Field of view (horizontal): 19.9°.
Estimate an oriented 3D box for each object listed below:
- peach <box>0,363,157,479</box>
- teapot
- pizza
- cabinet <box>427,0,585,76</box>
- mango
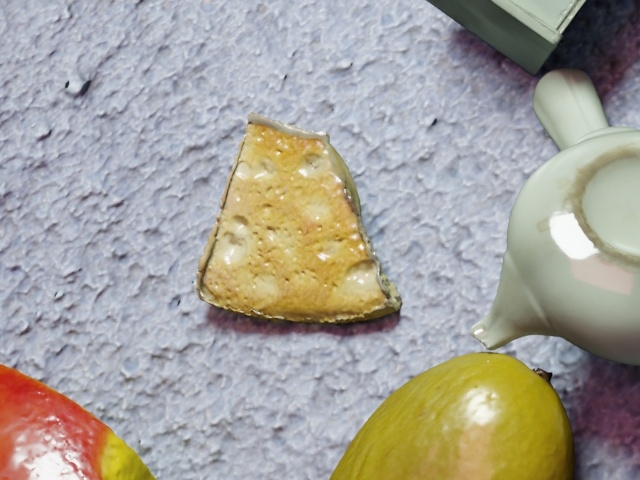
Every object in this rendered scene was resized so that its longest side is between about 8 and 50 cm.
[{"bbox_3d":[-0.282,0.286,1.590,0.380,0.242,0.306,25,75,35],"label":"peach"},{"bbox_3d":[0.261,-0.029,1.510,0.220,0.149,0.318,12,53,10],"label":"teapot"},{"bbox_3d":[-0.003,-0.009,1.691,0.204,0.080,0.188,16,98,23],"label":"pizza"},{"bbox_3d":[0.202,-0.281,1.633,0.150,0.145,0.206,36,85,3],"label":"cabinet"},{"bbox_3d":[0.089,0.242,1.477,0.195,0.142,0.331,25,88,40],"label":"mango"}]
